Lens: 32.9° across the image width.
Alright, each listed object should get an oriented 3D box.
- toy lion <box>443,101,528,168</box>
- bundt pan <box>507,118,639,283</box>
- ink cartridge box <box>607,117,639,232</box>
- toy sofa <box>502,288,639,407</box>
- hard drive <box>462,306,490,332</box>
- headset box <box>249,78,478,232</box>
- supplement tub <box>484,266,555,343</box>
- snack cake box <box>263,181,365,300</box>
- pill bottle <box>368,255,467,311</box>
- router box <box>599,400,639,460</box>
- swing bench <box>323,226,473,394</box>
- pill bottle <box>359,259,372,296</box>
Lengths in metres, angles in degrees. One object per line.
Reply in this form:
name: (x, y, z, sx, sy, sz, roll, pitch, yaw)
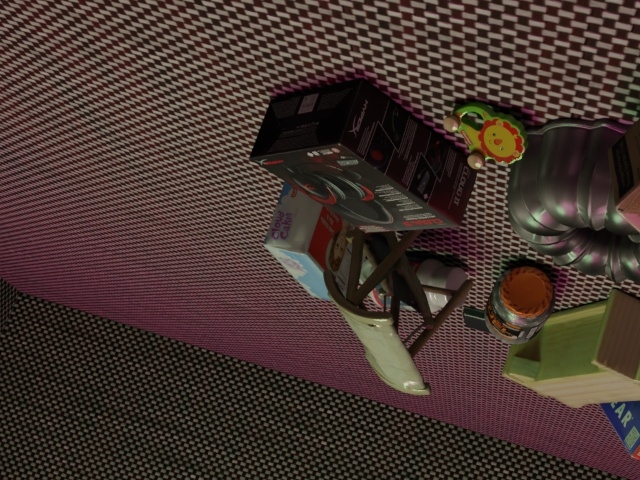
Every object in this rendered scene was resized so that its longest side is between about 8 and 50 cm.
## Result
toy lion: (0.228, -0.144, 1.457, 0.096, 0.034, 0.100, -24, 107, 47)
bundt pan: (0.406, -0.035, 1.494, 0.331, 0.124, 0.331, 17, 163, 6)
ink cartridge box: (0.445, -0.026, 1.251, 0.235, 0.193, 0.088, 40, 115, -7)
toy sofa: (0.524, 0.215, 2.093, 0.177, 0.150, 0.362, 25, 162, -12)
hard drive: (0.382, 0.184, 2.375, 0.135, 0.022, 0.094, 14, 162, 18)
headset box: (0.077, -0.111, 1.638, 0.293, 0.110, 0.218, 32, 159, -35)
supplement tub: (0.372, 0.118, 2.019, 0.117, 0.117, 0.190, 17, 163, 8)
snack cake box: (0.000, 0.000, 1.997, 0.089, 0.152, 0.264, 12, 161, 25)
pill bottle: (0.194, 0.086, 2.129, 0.180, 0.108, 0.108, 3, 157, 41)
router box: (0.707, 0.359, 2.166, 0.301, 0.082, 0.335, 24, -162, -13)
swing bench: (0.128, 0.097, 1.903, 0.165, 0.254, 0.253, 9, 148, 29)
pill bottle: (0.119, 0.086, 2.287, 0.065, 0.065, 0.116, 14, 163, 17)
